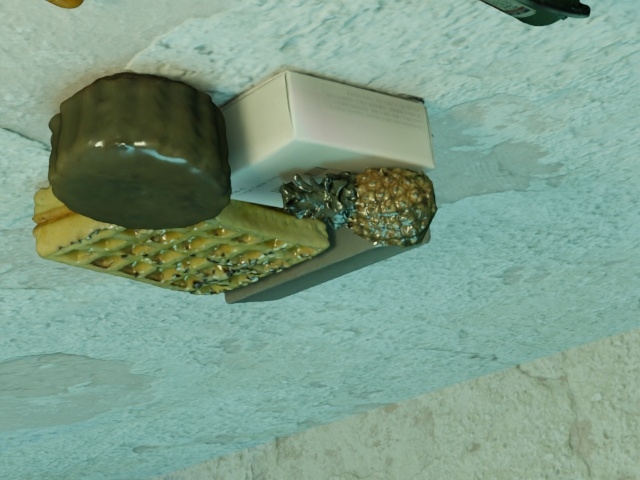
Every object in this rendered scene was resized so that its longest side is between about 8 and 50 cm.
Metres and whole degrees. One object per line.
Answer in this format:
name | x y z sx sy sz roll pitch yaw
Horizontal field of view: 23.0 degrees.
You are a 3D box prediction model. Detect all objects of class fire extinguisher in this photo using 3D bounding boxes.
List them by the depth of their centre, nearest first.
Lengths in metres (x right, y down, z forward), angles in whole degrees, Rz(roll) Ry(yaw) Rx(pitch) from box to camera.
fire extinguisher | 0.203 -0.281 1.656 0.294 0.118 0.093 15 112 -49

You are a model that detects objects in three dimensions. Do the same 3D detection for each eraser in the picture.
eraser | 0.001 0.000 2.382 0.352 0.111 0.077 -21 159 34

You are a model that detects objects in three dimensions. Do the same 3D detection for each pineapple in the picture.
pineapple | 0.044 -0.048 1.980 0.198 0.108 0.108 6 160 -6

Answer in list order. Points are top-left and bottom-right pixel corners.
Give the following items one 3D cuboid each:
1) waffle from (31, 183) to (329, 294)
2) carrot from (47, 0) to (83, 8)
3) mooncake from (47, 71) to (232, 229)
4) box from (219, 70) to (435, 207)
waffle | -0.187 -0.028 2.227 0.261 0.114 0.376 -24 156 32
carrot | -0.309 -0.274 1.567 0.037 0.037 0.190 -22 154 35
mooncake | -0.219 -0.107 1.918 0.228 0.124 0.228 0 155 0
box | -0.010 -0.121 2.037 0.252 0.106 0.203 10 156 -41
